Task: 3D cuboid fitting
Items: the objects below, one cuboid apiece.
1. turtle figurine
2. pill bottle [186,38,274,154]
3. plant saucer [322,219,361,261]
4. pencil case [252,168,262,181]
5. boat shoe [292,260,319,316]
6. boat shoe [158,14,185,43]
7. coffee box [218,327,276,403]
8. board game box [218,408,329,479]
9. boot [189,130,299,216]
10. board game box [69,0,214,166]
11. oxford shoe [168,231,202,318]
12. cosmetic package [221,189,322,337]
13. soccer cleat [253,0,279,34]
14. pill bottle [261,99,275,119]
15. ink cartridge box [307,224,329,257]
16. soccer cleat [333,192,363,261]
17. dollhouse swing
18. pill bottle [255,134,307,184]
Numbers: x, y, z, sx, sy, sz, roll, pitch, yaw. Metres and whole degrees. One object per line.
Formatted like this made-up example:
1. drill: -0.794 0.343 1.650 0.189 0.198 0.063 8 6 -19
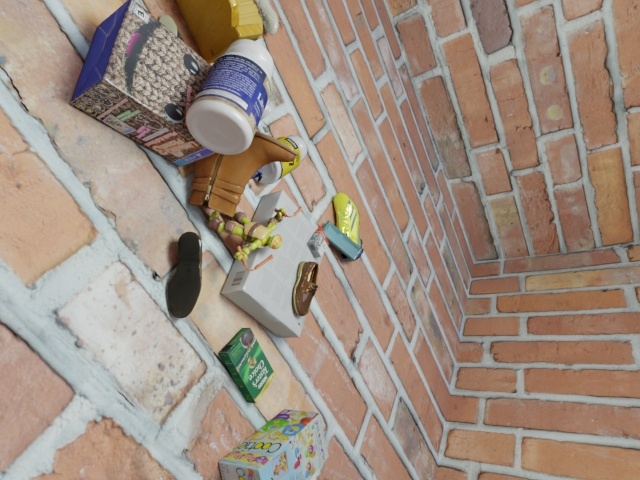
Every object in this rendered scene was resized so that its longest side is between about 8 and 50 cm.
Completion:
1. turtle figurine: -0.185 -0.034 1.141 0.269 0.218 0.087 -55 167 -35
2. pill bottle: -0.204 -0.349 0.977 0.153 0.153 0.264 44 48 -42
3. plant saucer: 0.083 0.003 1.613 0.192 0.018 0.067 39 79 -20
4. pencil case: -0.250 -0.318 1.179 0.119 0.133 0.305 -9 89 -54
5. boat shoe: -0.042 0.145 1.261 0.064 0.060 0.177 37 52 -48
6. boat shoe: -0.397 -0.541 1.105 0.042 0.049 0.132 -91 158 -86
7. coffee box: -0.202 0.352 1.153 0.113 0.041 0.184 -45 119 -51
8. board game box: -0.118 0.601 1.119 0.275 0.142 0.144 -14 94 -57
9. boot: -0.207 -0.169 1.054 0.109 0.284 0.220 30 74 -77
10. board game box: -0.388 -0.357 0.976 0.291 0.141 0.231 30 58 -49
11. oxford shoe: -0.326 0.088 1.021 0.076 0.076 0.212 120 -22 -80
12. cosmetic package: -0.125 0.075 1.291 0.284 0.098 0.377 48 44 -37
13. soccer cleat: -0.202 -0.828 1.454 0.076 0.068 0.196 -5 78 -52
14. pill bottle: -0.221 -0.476 1.285 0.180 0.108 0.107 55 40 -31
15. ink cartridge box: 0.000 0.000 1.393 0.062 0.029 0.115 63 36 -26
16. soccer cleat: 0.103 -0.054 1.672 0.121 0.094 0.288 -17 96 -50
17. dollhouse swing: -0.255 -0.744 1.166 0.305 0.315 0.346 -37 113 -32
18. pill bottle: -0.135 -0.275 1.352 0.208 0.119 0.119 -47 120 -51
